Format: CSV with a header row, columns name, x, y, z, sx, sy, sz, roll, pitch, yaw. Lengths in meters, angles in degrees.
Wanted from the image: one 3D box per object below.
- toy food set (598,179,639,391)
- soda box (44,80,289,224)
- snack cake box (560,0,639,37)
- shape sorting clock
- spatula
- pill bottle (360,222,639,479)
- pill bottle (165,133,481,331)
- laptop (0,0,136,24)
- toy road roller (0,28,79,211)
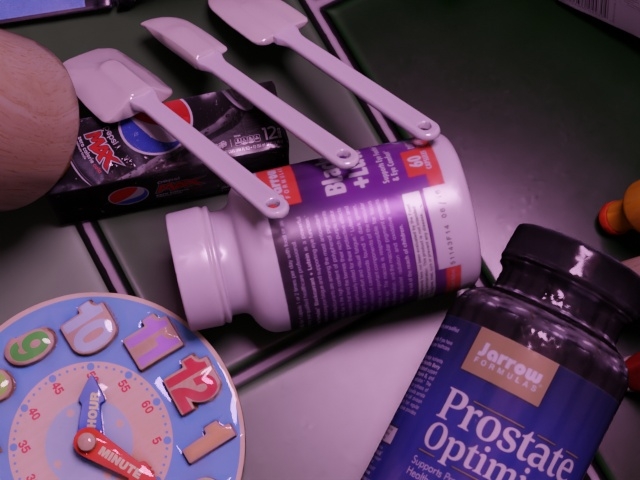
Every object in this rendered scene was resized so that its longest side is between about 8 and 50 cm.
name,x,y,z,sx,sy,sz,roll,pitch,yaw
toy food set,0.264,0.069,0.858,0.111,0.104,0.232,-41,96,-25
soda box,-0.108,-0.060,0.892,0.168,0.060,0.053,-12,69,-4
snack cake box,0.291,-0.182,0.853,0.264,0.152,0.089,31,72,22
shape sorting clock,-0.152,0.135,0.846,0.206,0.040,0.206,0,74,0
spatula,-0.051,-0.097,0.860,0.168,0.019,0.242,-28,49,-26
pill bottle,0.115,0.106,0.800,0.122,0.123,0.219,27,84,7
pill bottle,0.000,0.000,0.851,0.193,0.108,0.108,-13,74,-5
laptop,-0.235,-0.370,0.898,0.236,0.408,0.382,1,71,-36
toy road roller,-0.322,-0.009,0.791,0.329,0.202,0.241,-3,88,17
